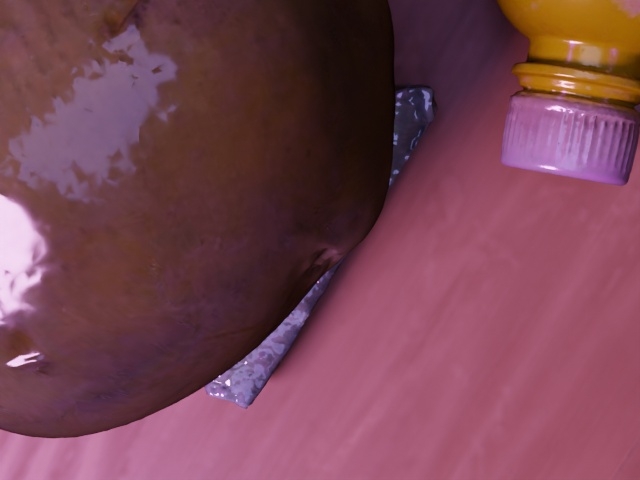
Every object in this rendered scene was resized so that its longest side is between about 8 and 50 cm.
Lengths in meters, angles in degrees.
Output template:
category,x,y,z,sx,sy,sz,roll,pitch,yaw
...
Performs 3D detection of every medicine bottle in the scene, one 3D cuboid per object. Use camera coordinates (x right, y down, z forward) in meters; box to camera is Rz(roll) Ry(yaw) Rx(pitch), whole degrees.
category,x,y,z,sx,sy,sz,roll,pitch,yaw
medicine bottle,0.145,-0.138,0.637,0.122,0.122,0.212,10,95,5

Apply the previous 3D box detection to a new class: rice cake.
category,x,y,z,sx,sy,sz,roll,pitch,yaw
rice cake,0.000,0.000,0.700,0.034,0.043,0.211,32,97,-7

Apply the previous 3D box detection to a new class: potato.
category,x,y,z,sx,sy,sz,roll,pitch,yaw
potato,-0.109,-0.038,0.611,0.326,0.221,0.243,-31,94,6
